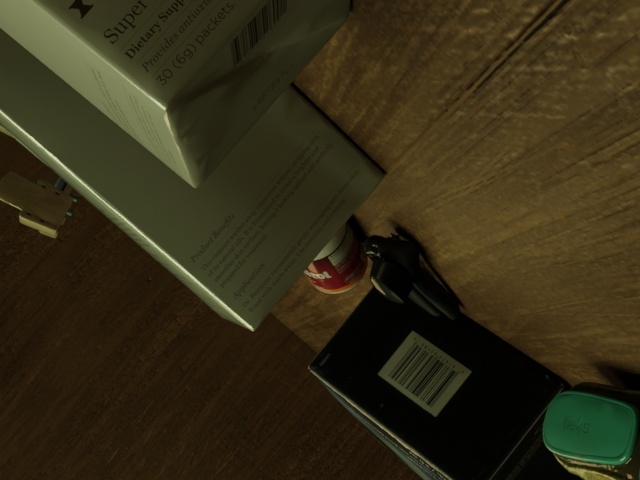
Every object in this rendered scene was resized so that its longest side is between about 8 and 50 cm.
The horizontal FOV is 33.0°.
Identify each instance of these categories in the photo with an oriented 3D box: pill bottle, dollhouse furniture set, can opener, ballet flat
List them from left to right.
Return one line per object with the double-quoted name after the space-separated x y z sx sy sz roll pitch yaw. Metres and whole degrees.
-0.533 -0.149 2.038 0.198 0.286 0.303 27 162 -10 "dollhouse furniture set"
0.000 0.000 1.365 0.086 0.086 0.152 34 168 33 "pill bottle"
0.106 0.048 1.267 0.059 0.073 0.186 22 170 39 "can opener"
0.322 0.191 0.963 0.123 0.123 0.348 42 170 -10 "ballet flat"

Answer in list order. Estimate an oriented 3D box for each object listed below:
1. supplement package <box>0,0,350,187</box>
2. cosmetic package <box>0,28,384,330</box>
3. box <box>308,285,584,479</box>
-0.144 -0.207 0.711 0.293 0.177 0.175 39 171 8 "supplement package"
-0.154 -0.113 1.081 0.385 0.217 0.156 44 170 -11 "cosmetic package"
0.185 0.236 1.438 0.296 0.183 0.294 34 170 36 "box"
